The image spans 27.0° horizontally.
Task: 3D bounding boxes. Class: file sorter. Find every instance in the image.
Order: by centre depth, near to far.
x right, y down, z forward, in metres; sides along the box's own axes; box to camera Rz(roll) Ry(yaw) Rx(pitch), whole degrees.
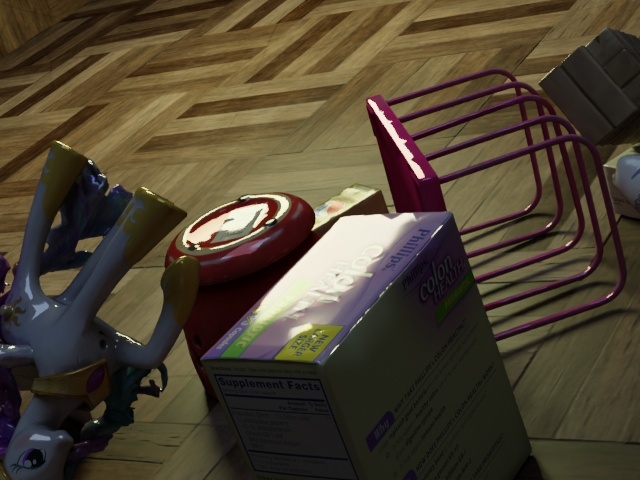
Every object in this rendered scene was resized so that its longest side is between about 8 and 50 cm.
[{"bbox_3d":[0.182,-0.046,1.411,0.182,0.202,0.291,-18,23,-2],"label":"file sorter"}]

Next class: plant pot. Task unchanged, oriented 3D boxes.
[{"bbox_3d":[-0.068,0.054,1.427,0.191,0.174,0.191,-19,22,8],"label":"plant pot"}]

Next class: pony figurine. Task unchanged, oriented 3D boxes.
[{"bbox_3d":[-0.289,0.092,1.351,0.351,0.303,0.363,27,89,45],"label":"pony figurine"}]

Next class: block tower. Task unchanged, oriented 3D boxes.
[{"bbox_3d":[0.350,-0.167,1.489,0.091,0.097,0.335,-42,-12,23],"label":"block tower"}]

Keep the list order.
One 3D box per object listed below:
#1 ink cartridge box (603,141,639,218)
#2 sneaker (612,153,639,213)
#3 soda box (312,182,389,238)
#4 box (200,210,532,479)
[{"bbox_3d":[0.406,-0.082,1.473,0.150,0.063,0.109,-31,26,-25],"label":"ink cartridge box"},{"bbox_3d":[0.423,-0.114,1.366,0.297,0.111,0.129,-36,61,-25],"label":"sneaker"},{"bbox_3d":[0.000,0.000,1.626,0.181,0.061,0.058,-31,25,-23],"label":"soda box"},{"bbox_3d":[0.047,0.134,1.066,0.117,0.243,0.213,-1,30,37],"label":"box"}]
